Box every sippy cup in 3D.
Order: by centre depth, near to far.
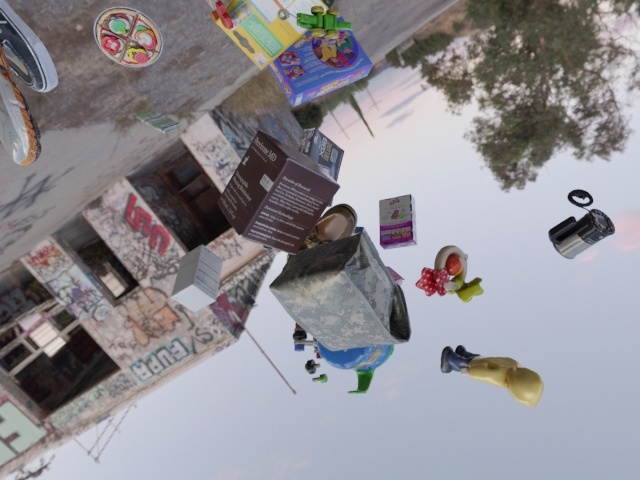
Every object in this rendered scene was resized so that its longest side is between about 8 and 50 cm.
[{"bbox_3d":[0.101,0.312,1.431,0.240,0.305,0.224,-45,159,12],"label":"sippy cup"}]

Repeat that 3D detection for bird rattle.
[{"bbox_3d":[0.459,0.118,1.627,0.143,0.253,0.207,-13,-118,61],"label":"bird rattle"}]

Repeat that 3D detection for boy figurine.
[{"bbox_3d":[0.467,0.354,1.201,0.177,0.092,0.285,4,-177,-35],"label":"boy figurine"}]

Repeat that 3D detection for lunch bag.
[{"bbox_3d":[0.063,0.149,1.098,0.235,0.287,0.169,-17,-152,37],"label":"lunch bag"}]

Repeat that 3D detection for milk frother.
[{"bbox_3d":[0.708,-0.048,1.247,0.135,0.129,0.143,-55,-172,51],"label":"milk frother"}]

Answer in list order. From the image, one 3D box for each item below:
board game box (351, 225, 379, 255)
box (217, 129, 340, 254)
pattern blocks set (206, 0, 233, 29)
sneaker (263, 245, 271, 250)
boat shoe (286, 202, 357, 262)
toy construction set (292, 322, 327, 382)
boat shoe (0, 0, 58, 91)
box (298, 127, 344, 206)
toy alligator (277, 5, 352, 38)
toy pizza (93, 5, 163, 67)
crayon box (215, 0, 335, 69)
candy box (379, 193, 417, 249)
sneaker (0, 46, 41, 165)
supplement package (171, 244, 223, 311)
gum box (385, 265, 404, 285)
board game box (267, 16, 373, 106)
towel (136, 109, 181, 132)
[{"bbox_3d":[0.144,0.010,1.825,0.136,0.201,0.035,5,-121,32],"label":"board game box"},{"bbox_3d":[-0.100,-0.107,1.040,0.203,0.167,0.168,-57,-137,14],"label":"box"},{"bbox_3d":[-0.362,-0.781,1.342,0.026,0.285,0.325,-30,-139,-8],"label":"pattern blocks set"},{"bbox_3d":[-0.149,-0.042,1.525,0.167,0.065,0.076,-62,-174,0],"label":"sneaker"},{"bbox_3d":[0.000,0.000,1.397,0.104,0.111,0.307,-43,179,-44],"label":"boat shoe"},{"bbox_3d":[0.045,0.369,1.829,0.237,0.257,0.309,-15,-143,20],"label":"toy construction set"},{"bbox_3d":[-0.623,-0.400,0.824,0.113,0.306,0.105,7,-130,22],"label":"boat shoe"},{"bbox_3d":[-0.012,-0.345,2.151,0.076,0.242,0.308,2,-108,40],"label":"box"},{"bbox_3d":[-0.018,-0.476,0.979,0.189,0.056,0.051,-7,-167,-30],"label":"toy alligator"},{"bbox_3d":[-0.598,-0.626,1.403,0.201,0.201,0.032,-27,-128,22],"label":"toy pizza"},{"bbox_3d":[-0.138,-0.686,1.337,0.323,0.203,0.083,-22,-144,43],"label":"crayon box"},{"bbox_3d":[0.353,-0.084,2.055,0.159,0.071,0.234,-9,-115,26],"label":"candy box"},{"bbox_3d":[-0.570,-0.240,0.750,0.121,0.263,0.099,-24,-177,-19],"label":"sneaker"},{"bbox_3d":[-0.405,0.124,1.488,0.105,0.105,0.179,-27,-141,24],"label":"supplement package"},{"bbox_3d":[0.269,0.163,1.966,0.107,0.188,0.062,42,-62,43],"label":"gum box"},{"bbox_3d":[-0.010,-0.679,1.698,0.347,0.233,0.078,-28,172,-19],"label":"board game box"},{"bbox_3d":[-0.685,-0.509,1.908,0.113,0.152,0.023,-47,163,-53],"label":"towel"}]
